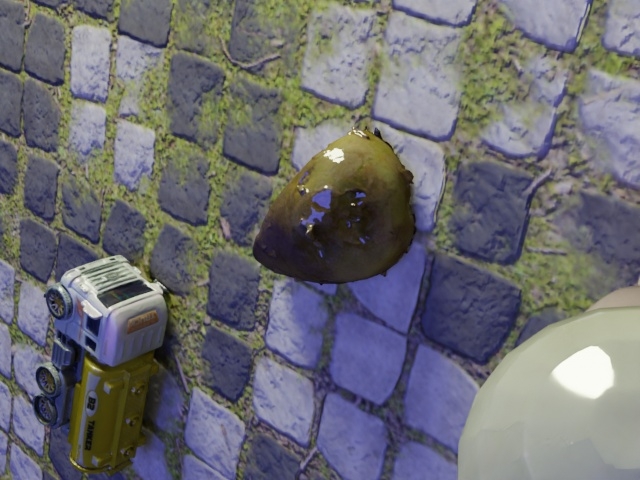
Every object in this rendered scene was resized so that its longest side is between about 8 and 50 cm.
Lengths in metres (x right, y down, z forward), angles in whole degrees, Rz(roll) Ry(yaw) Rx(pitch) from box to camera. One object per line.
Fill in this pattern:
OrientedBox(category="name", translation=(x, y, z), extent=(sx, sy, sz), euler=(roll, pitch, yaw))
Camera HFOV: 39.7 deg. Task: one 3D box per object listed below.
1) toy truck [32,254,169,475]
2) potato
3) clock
OrientedBox(category="toy truck", translation=(-0.228, 0.136, 0.947), extent=(0.114, 0.098, 0.226), euler=(31, 121, 28))
OrientedBox(category="potato", translation=(0.000, 0.000, 0.719), extent=(0.100, 0.089, 0.172), euler=(51, 126, 17))
OrientedBox(category="clock", translation=(0.170, 0.176, 0.455), extent=(0.184, 0.326, 0.342), euler=(15, 109, 37))
